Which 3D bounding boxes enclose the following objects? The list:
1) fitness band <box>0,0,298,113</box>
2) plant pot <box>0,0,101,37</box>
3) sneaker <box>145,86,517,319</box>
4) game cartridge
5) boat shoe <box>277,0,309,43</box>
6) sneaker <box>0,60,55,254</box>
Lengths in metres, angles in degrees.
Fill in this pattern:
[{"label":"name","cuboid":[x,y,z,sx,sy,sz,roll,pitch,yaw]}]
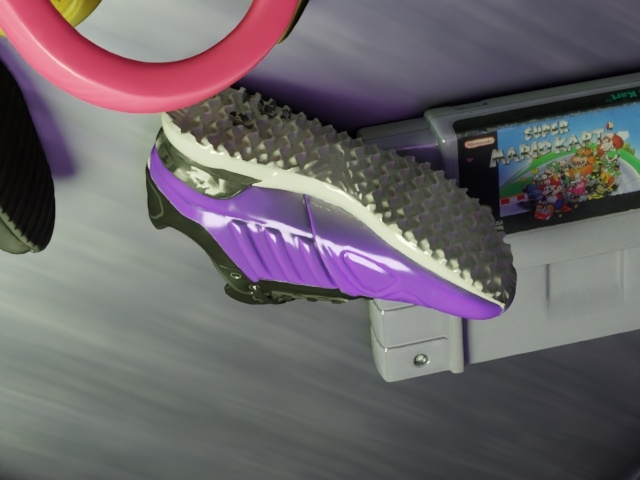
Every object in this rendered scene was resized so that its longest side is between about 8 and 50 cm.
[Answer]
[{"label":"fitness band","cuboid":[-0.137,-0.220,1.011,0.209,0.054,0.291,-36,95,-20]},{"label":"plant pot","cuboid":[-0.197,-0.187,1.071,0.134,0.095,0.134,-6,120,-11]},{"label":"sneaker","cuboid":[0.000,-0.001,1.202,0.293,0.102,0.146,27,127,1]},{"label":"game cartridge","cuboid":[0.210,-0.019,1.300,0.355,0.068,0.230,-11,125,-9]},{"label":"boat shoe","cuboid":[-0.017,-0.248,1.103,0.073,0.080,0.223,20,117,0]},{"label":"sneaker","cuboid":[-0.315,-0.101,1.091,0.146,0.122,0.330,-24,125,21]}]
